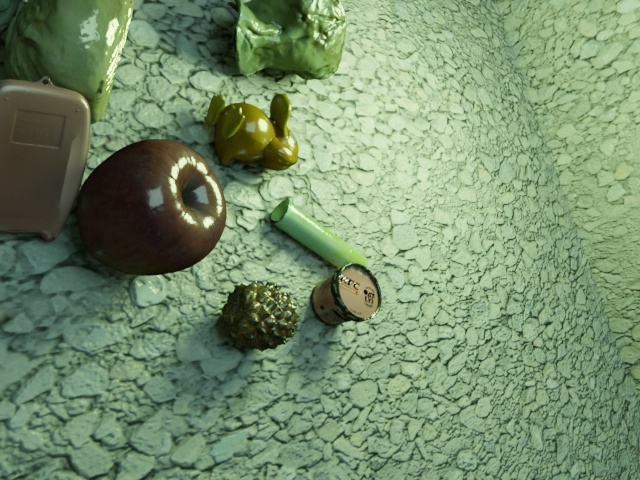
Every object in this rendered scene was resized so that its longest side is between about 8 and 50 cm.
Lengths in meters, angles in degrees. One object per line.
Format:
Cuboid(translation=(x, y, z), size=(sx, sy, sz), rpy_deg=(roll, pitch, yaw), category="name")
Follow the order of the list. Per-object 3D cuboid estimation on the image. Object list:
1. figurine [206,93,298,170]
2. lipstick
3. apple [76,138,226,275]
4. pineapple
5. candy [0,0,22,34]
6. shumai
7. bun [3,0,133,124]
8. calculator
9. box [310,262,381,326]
Cuboid(translation=(-0.163, -0.267, 1.737), size=(0.228, 0.215, 0.215), rpy_deg=(-11, 80, -30), category="figurine")
Cuboid(translation=(0.000, 0.000, 1.831), size=(0.304, 0.076, 0.076), rpy_deg=(36, 52, -26), category="lipstick")
Cuboid(translation=(-0.345, -0.061, 1.413), size=(0.306, 0.235, 0.305), rpy_deg=(37, 46, -51), category="apple")
Cuboid(translation=(-0.125, 0.177, 1.585), size=(0.193, 0.166, 0.166), rpy_deg=(24, 58, -38), category="pineapple")
Cuboid(translation=(-0.713, -0.489, 1.292), size=(0.295, 0.185, 0.295), rpy_deg=(43, 27, -29), category="candy")
Cuboid(translation=(-0.107, -0.531, 1.841), size=(0.288, 0.292, 0.330), rpy_deg=(-54, 132, -34), category="shumai")
Cuboid(translation=(-0.499, -0.404, 1.365), size=(0.213, 0.361, 0.361), rpy_deg=(15, 62, -17), category="bun")
Cuboid(translation=(-0.536, -0.141, 1.260), size=(0.220, 0.048, 0.329), rpy_deg=(2, 116, -41), category="calculator")
Cuboid(translation=(0.060, 0.150, 1.783), size=(0.151, 0.135, 0.151), rpy_deg=(20, 57, -34), category="box")
